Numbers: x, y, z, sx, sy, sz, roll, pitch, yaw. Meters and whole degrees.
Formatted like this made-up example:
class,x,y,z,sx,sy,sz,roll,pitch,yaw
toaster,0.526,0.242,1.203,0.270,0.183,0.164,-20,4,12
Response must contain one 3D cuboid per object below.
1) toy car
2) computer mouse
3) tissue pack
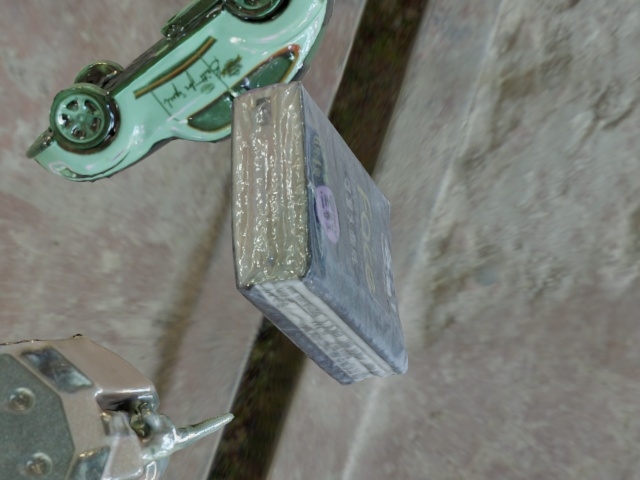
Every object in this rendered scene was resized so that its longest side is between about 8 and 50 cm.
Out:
class,x,y,z,sx,sy,sz,roll,pitch,yaw
toy car,-0.100,-0.139,1.334,0.306,0.136,0.125,-38,102,10
computer mouse,-0.259,0.167,1.210,0.389,0.115,0.199,-10,71,-18
tissue pack,0.000,0.000,0.859,0.051,0.156,0.112,-11,64,16
